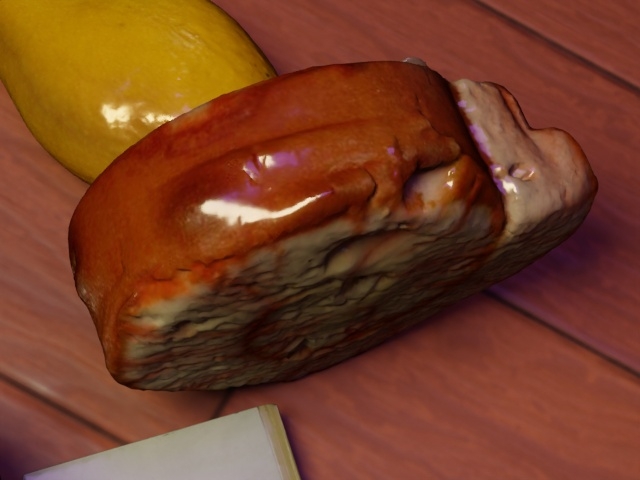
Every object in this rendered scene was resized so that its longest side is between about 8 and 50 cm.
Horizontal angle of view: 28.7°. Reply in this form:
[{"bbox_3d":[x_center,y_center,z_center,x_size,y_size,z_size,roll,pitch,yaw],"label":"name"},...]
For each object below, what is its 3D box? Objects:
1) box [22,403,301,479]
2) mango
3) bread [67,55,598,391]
[{"bbox_3d":[-0.082,0.263,0.844,0.211,0.045,0.270,-16,72,-17],"label":"box"},{"bbox_3d":[-0.148,-0.126,0.963,0.317,0.119,0.176,36,68,15],"label":"mango"},{"bbox_3d":[-0.004,0.002,0.828,0.328,0.295,0.114,-2,63,-46],"label":"bread"}]
